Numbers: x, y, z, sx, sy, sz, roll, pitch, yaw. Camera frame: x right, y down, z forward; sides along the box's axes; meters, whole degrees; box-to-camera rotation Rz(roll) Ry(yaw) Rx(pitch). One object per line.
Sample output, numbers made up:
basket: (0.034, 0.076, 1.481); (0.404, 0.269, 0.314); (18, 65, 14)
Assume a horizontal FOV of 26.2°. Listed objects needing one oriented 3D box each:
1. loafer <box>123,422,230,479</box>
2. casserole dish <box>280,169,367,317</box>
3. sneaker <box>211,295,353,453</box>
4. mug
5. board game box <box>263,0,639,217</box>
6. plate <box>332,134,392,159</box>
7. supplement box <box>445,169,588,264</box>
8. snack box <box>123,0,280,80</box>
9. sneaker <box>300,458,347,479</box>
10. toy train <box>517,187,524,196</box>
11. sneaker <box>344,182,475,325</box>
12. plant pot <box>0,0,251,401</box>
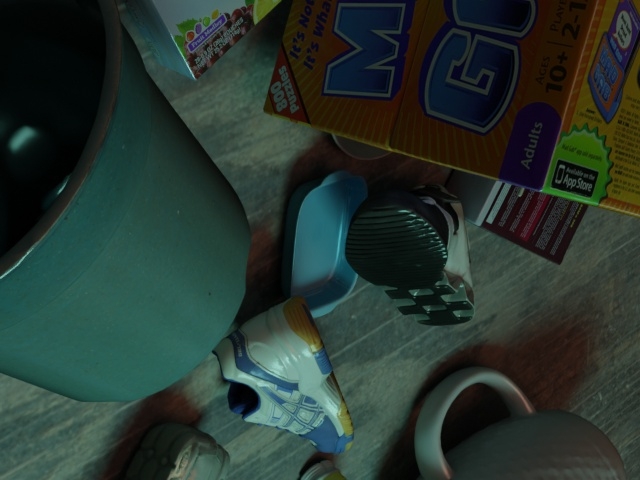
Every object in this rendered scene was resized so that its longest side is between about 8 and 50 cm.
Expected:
loafer: (-0.203, 0.361, 1.547); (0.111, 0.112, 0.319); (34, 85, -43)
casserole dish: (0.000, 0.000, 1.608); (0.114, 0.037, 0.188); (-19, 124, -40)
sneaker: (-0.045, 0.173, 1.633); (0.131, 0.112, 0.296); (-23, 141, -2)
mug: (0.258, 0.358, 1.956); (0.328, 0.276, 0.374); (-36, 105, -35)
board game box: (0.224, -0.236, 1.422); (0.356, 0.356, 0.356); (10, 98, -49)
plate: (0.070, -0.184, 1.582); (0.188, 0.024, 0.188); (-26, 130, -36)
supplement box: (0.268, -0.062, 1.832); (0.239, 0.073, 0.130); (23, 95, -50)
snack box: (-0.100, -0.286, 1.300); (0.207, 0.070, 0.174); (-46, 138, -20)
sneaker: (0.008, 0.397, 1.812); (0.081, 0.094, 0.208); (-20, 128, -41)
toy train: (0.312, -0.149, 1.654); (0.248, 0.105, 0.143); (-58, 176, 9)
sneaker: (0.110, -0.015, 1.645); (0.330, 0.122, 0.146); (54, 37, -64)
plant pot: (-0.234, -0.031, 1.130); (0.341, 0.341, 0.334); (-55, 148, -7)
